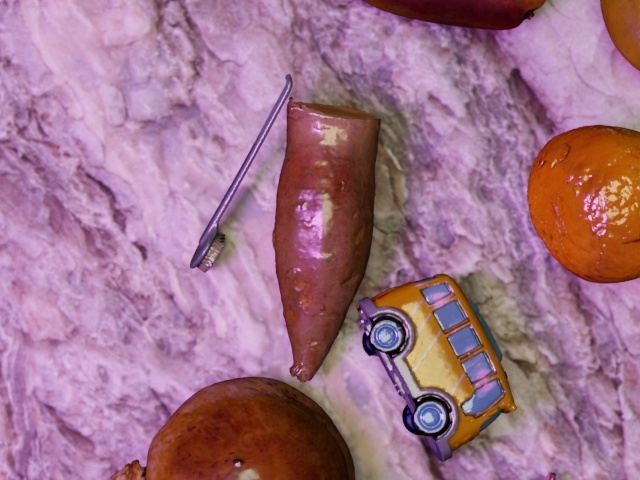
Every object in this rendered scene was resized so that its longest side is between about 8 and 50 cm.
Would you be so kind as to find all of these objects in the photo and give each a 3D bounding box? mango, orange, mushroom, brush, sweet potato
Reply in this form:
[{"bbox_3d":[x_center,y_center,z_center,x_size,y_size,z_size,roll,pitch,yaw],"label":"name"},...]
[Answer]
[{"bbox_3d":[0.398,-0.300,1.589,0.136,0.099,0.228,-1,78,11],"label":"mango"},{"bbox_3d":[0.329,-0.042,1.533,0.161,0.193,0.193,-22,84,-14],"label":"orange"},{"bbox_3d":[-0.103,0.297,1.552,0.283,0.195,0.263,-15,90,5],"label":"mushroom"},{"bbox_3d":[-0.089,-0.077,1.617,0.027,0.062,0.266,26,105,-12],"label":"brush"},{"bbox_3d":[0.140,-0.326,1.608,0.267,0.111,0.133,13,103,5],"label":"mango"},{"bbox_3d":[0.003,0.000,1.592,0.131,0.131,0.337,4,86,6],"label":"sweet potato"}]

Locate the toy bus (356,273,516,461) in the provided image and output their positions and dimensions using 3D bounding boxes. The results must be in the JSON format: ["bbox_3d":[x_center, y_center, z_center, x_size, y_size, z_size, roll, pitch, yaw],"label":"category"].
[{"bbox_3d":[0.138,0.140,1.574,0.136,0.126,0.209,-27,84,-5],"label":"toy bus"}]

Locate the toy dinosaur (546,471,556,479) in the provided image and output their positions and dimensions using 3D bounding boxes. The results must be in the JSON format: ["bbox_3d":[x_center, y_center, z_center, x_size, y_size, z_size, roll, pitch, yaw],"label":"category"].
[{"bbox_3d":[0.210,0.416,1.583,0.286,0.070,0.139,-41,93,-1],"label":"toy dinosaur"}]
